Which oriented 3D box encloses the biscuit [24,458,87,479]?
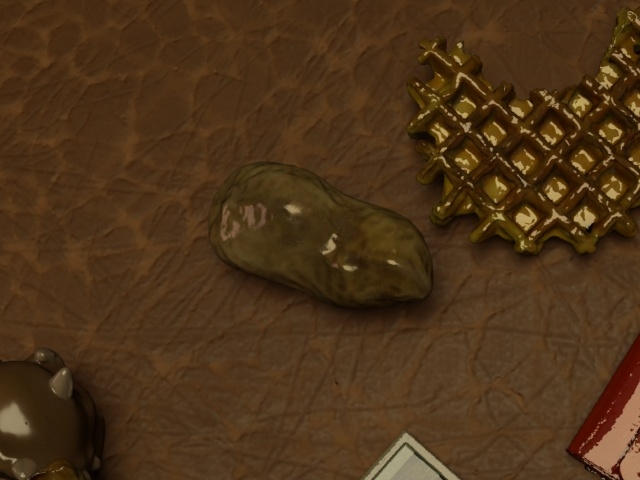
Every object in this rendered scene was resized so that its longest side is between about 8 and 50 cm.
[{"bbox_3d":[-0.238,0.336,1.341,0.172,0.029,0.254,-36,113,-1],"label":"biscuit"}]

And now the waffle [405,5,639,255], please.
[{"bbox_3d":[0.237,-0.106,1.465,0.292,0.069,0.260,-6,75,4],"label":"waffle"}]

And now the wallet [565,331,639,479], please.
[{"bbox_3d":[0.351,0.159,1.375,0.142,0.045,0.204,32,81,16],"label":"wallet"}]

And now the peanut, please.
[{"bbox_3d":[0.000,0.000,1.431,0.253,0.137,0.122,23,80,12],"label":"peanut"}]

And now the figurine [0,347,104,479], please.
[{"bbox_3d":[-0.313,0.226,1.389,0.177,0.173,0.247,33,80,16],"label":"figurine"}]

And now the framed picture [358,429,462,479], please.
[{"bbox_3d":[0.071,0.309,1.388,0.150,0.015,0.203,41,83,18],"label":"framed picture"}]
